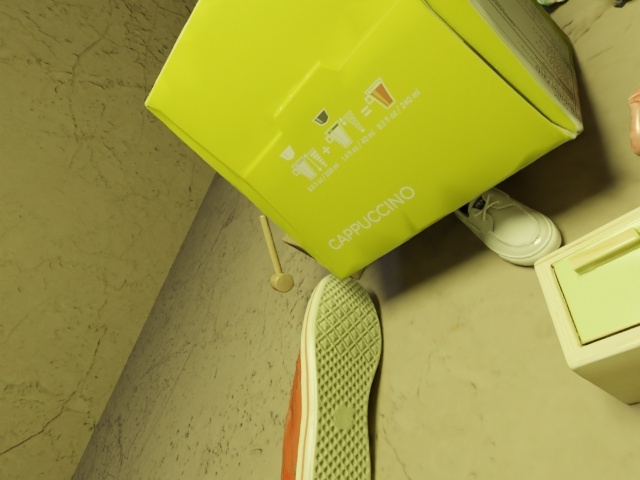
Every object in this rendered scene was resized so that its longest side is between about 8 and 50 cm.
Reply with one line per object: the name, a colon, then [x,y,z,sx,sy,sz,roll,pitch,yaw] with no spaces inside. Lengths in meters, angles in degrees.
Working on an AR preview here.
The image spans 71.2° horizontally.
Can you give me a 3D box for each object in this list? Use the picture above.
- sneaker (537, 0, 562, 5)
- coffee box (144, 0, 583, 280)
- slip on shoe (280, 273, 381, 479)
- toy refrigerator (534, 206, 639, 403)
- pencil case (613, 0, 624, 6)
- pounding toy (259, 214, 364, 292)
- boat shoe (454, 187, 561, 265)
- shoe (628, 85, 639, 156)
sneaker: [0.335,-0.391,0.673,0.212,0.080,0.094,9,82,63]
coffee box: [0.063,-0.218,0.570,0.338,0.338,0.334,-37,15,41]
slip on shoe: [0.008,0.191,0.586,0.101,0.123,0.331,-37,37,46]
toy refrigerator: [0.290,0.004,0.283,0.269,0.094,0.102,-39,32,38]
pencil case: [0.397,-0.363,0.527,0.151,0.065,0.070,-47,26,24]
pounding toy: [-0.010,0.001,0.743,0.206,0.181,0.094,-62,25,-6]
boat shoe: [0.201,-0.034,0.528,0.066,0.063,0.184,-51,25,17]
shoe: [0.338,-0.159,0.409,0.081,0.064,0.177,-5,62,55]
